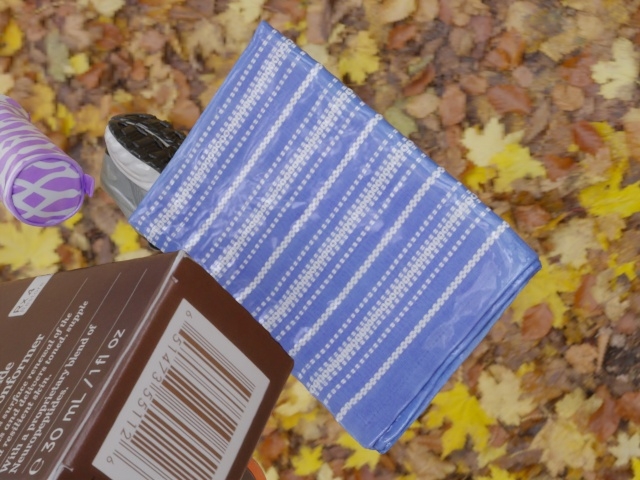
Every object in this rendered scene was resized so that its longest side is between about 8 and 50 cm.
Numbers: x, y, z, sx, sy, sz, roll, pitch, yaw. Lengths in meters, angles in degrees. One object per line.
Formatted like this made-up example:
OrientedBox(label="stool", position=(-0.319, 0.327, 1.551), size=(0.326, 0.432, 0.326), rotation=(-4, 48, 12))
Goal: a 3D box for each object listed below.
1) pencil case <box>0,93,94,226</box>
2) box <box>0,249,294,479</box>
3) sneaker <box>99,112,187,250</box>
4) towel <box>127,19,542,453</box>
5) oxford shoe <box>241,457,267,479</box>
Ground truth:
OrientedBox(label="pencil case", position=(-0.316, -0.087, 1.072), size=(0.206, 0.088, 0.086), rotation=(41, 126, 47))
OrientedBox(label="box", position=(-0.224, 0.136, 0.773), size=(0.381, 0.191, 0.143), rotation=(-12, 132, 42))
OrientedBox(label="sneaker", position=(-0.137, -0.021, 1.091), size=(0.271, 0.100, 0.108), rotation=(44, 129, 20))
OrientedBox(label="towel", position=(0.000, 0.000, 0.914), size=(0.336, 0.040, 0.243), rotation=(42, 110, 13))
OrientedBox(label="oxford shoe", position=(-0.176, 0.309, 0.759), size=(0.130, 0.364, 0.132), rotation=(47, 154, -15))
